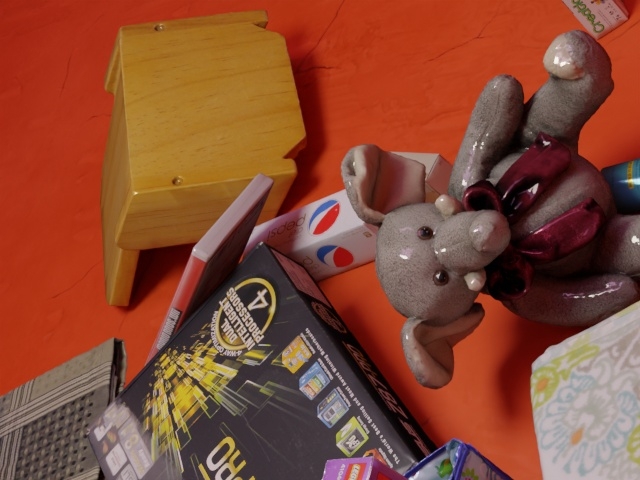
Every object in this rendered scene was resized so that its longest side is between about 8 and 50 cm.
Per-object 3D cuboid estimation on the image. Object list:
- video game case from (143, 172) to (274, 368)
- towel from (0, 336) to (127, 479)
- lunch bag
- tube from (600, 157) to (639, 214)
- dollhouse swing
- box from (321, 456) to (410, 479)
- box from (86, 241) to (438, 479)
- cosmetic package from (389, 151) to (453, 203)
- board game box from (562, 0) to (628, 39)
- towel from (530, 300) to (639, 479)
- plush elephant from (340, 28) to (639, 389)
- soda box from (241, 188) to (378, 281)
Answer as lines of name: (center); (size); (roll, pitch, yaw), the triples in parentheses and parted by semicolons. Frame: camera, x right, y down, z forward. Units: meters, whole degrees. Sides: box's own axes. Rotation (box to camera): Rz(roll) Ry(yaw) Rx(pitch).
video game case: (-0.149, 0.071, 1.627); (0.285, 0.025, 0.204); (-65, -6, 35)
towel: (-0.372, 0.306, 1.688); (0.324, 0.056, 0.312); (-28, 38, 25)
lunch bag: (0.118, 0.268, 1.213); (0.151, 0.129, 0.096); (-52, 39, -3)
tube: (0.379, -0.070, 1.304); (0.207, 0.052, 0.080); (-15, 57, 34)
dollhouse swing: (-0.187, -0.102, 1.962); (0.315, 0.305, 0.347); (-8, 48, -5)
box: (0.092, 0.324, 1.041); (0.057, 0.293, 0.201); (-14, 49, 45)
box: (-0.065, 0.233, 1.414); (0.318, 0.097, 0.395); (-48, 43, 11)
cosmetic package: (0.116, -0.076, 1.607); (0.115, 0.060, 0.041); (7, 65, 54)
board game box: (0.273, -0.401, 1.606); (0.053, 0.193, 0.305); (-33, 37, 25)
towel: (0.334, 0.181, 1.082); (0.320, 0.090, 0.374); (-34, 37, 30)
plush elephant: (0.164, -0.009, 1.284); (0.255, 0.272, 0.330); (-25, -4, -38)
soda box: (0.000, 0.000, 1.665); (0.216, 0.069, 0.074); (-22, 43, 38)
